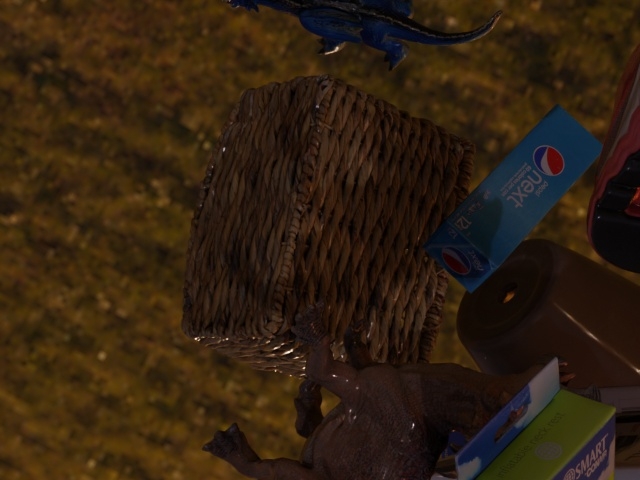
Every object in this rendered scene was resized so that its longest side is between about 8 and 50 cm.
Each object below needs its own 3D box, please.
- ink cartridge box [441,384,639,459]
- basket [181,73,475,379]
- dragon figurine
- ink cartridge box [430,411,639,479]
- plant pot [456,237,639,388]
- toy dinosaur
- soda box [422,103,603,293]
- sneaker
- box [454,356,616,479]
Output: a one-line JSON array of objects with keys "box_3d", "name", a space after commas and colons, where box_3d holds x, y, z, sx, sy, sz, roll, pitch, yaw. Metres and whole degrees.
[{"box_3d": [0.264, 0.241, 1.694, 0.311, 0.186, 0.065, -8, 174, 35], "name": "ink cartridge box"}, {"box_3d": [0.000, 0.000, 1.822, 0.223, 0.299, 0.213, 21, 163, -34], "name": "basket"}, {"box_3d": [0.031, -0.240, 1.748, 0.289, 0.085, 0.144, 16, 177, 29], "name": "dragon figurine"}, {"box_3d": [0.265, 0.224, 1.413, 0.307, 0.129, 0.223, -8, -178, 41], "name": "ink cartridge box"}, {"box_3d": [0.277, 0.117, 1.863, 0.229, 0.263, 0.263, 41, 149, -25], "name": "plant pot"}, {"box_3d": [0.042, 0.165, 1.212, 0.200, 0.127, 0.295, 50, 127, 18], "name": "toy dinosaur"}, {"box_3d": [0.198, -0.044, 1.722, 0.071, 0.210, 0.067, 43, 148, 3], "name": "soda box"}, {"box_3d": [0.251, -0.128, 1.133, 0.116, 0.136, 0.314, 14, 130, -8], "name": "sneaker"}, {"box_3d": [0.121, 0.167, 0.929, 0.042, 0.109, 0.178, 17, 127, 33], "name": "box"}]
